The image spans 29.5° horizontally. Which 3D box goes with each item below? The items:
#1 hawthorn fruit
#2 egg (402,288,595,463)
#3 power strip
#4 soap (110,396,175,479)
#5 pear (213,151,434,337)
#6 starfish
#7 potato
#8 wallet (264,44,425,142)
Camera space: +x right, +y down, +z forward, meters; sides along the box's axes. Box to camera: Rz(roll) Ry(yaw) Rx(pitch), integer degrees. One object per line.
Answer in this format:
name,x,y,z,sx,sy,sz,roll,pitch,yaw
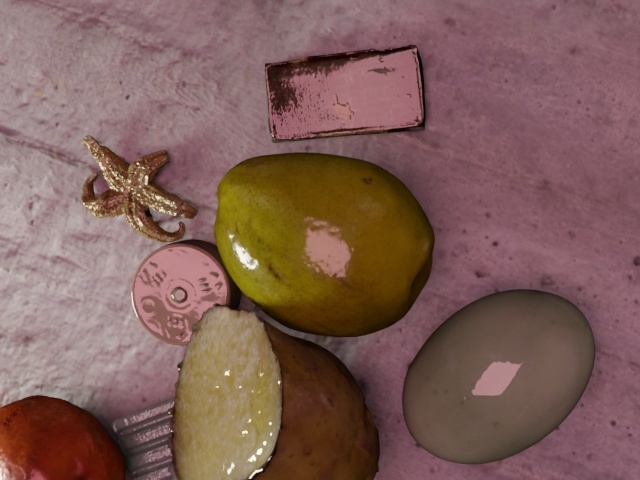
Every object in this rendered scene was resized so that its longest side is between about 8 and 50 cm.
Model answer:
hawthorn fruit,-0.371,0.336,1.724,0.299,0.211,0.211,10,94,52
egg,0.235,0.181,1.625,0.282,0.203,0.203,-36,84,14
power strip,-0.196,0.073,1.770,0.154,0.078,0.154,1,97,10
soap,-0.195,0.283,1.785,0.198,0.063,0.115,-20,85,11
pear,0.000,0.000,1.644,0.307,0.253,0.253,20,95,7
starfish,-0.281,-0.079,1.803,0.150,0.053,0.210,-43,81,5
potato,-0.039,0.245,1.641,0.301,0.237,0.289,-10,69,54
wallet,0.035,-0.209,1.748,0.232,0.031,0.122,-4,94,14
